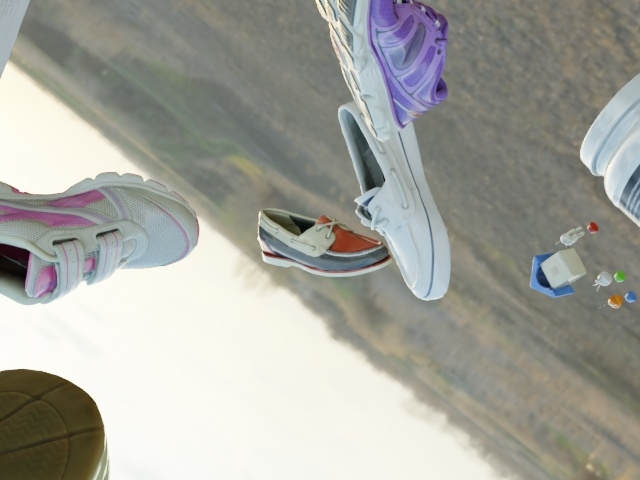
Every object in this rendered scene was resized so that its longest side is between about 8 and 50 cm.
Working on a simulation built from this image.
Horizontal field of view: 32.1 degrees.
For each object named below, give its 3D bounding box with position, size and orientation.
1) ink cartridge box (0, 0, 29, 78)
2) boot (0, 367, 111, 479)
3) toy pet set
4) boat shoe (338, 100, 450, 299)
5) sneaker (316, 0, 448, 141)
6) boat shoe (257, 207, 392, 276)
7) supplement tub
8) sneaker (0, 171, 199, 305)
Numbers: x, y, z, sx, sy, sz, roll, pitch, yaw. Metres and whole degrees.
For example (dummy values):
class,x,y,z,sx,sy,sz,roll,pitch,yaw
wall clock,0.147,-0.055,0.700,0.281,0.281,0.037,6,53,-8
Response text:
class,x,y,z,sx,sy,sz,roll,pitch,yaw
ink cartridge box,-0.444,-0.221,1.112,0.198,0.197,0.270,29,-151,-1
boot,-0.120,0.166,0.349,0.077,0.213,0.165,18,146,17
toy pet set,0.341,0.048,1.491,0.114,0.065,0.122,-8,-114,-41
boat shoe,0.081,-0.048,1.339,0.095,0.084,0.258,-38,67,62
sneaker,0.041,-0.131,0.667,0.068,0.071,0.170,63,180,29
boat shoe,0.000,0.000,0.901,0.049,0.043,0.137,-20,-160,-41
supplement tub,0.464,-0.067,1.318,0.272,0.191,0.191,48,-178,24
sneaker,-0.233,0.009,1.012,0.111,0.252,0.103,-107,20,-45
